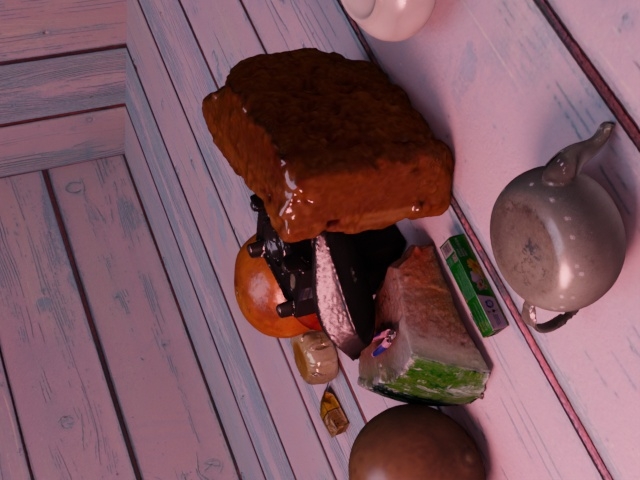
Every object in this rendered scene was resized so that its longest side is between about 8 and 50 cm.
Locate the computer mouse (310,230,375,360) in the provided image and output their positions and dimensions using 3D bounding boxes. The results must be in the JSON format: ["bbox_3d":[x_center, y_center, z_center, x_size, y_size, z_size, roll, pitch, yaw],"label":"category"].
[{"bbox_3d":[0.024,0.072,1.416,0.168,0.087,0.295,-58,-46,-64],"label":"computer mouse"}]

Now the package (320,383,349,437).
[{"bbox_3d":[0.027,0.454,2.118,0.131,0.047,0.071,62,158,25],"label":"package"}]

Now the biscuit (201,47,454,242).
[{"bbox_3d":[0.012,-0.182,1.376,0.395,0.343,0.166,53,145,39],"label":"biscuit"}]

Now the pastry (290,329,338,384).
[{"bbox_3d":[-0.016,0.301,2.073,0.166,0.088,0.165,45,142,51],"label":"pastry"}]

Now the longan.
[{"bbox_3d":[0.180,0.431,1.480,0.258,0.258,0.258,47,145,50],"label":"longan"}]

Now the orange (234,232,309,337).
[{"bbox_3d":[-0.100,0.105,1.974,0.284,0.226,0.283,172,90,-71],"label":"orange"}]

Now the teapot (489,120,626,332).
[{"bbox_3d":[0.315,-0.004,1.039,0.193,0.130,0.294,44,144,52],"label":"teapot"}]

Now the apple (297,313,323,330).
[{"bbox_3d":[0.013,0.109,1.764,0.181,0.181,0.168,124,132,-62],"label":"apple"}]

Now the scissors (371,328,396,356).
[{"bbox_3d":[0.113,0.180,1.425,0.113,0.012,0.039,133,137,-63],"label":"scissors"}]

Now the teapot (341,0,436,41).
[{"bbox_3d":[0.120,-0.430,1.229,0.299,0.166,0.208,121,138,-51],"label":"teapot"}]

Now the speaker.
[{"bbox_3d":[0.000,0.000,1.627,0.184,0.254,0.232,101,147,-49],"label":"speaker"}]

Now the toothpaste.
[{"bbox_3d":[0.258,0.075,1.341,0.178,0.037,0.043,67,153,20],"label":"toothpaste"}]

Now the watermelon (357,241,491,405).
[{"bbox_3d":[0.161,0.190,1.489,0.301,0.151,0.264,68,157,18],"label":"watermelon"}]
